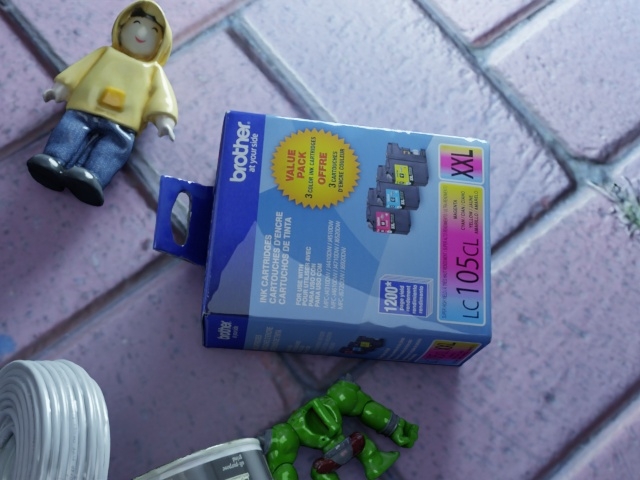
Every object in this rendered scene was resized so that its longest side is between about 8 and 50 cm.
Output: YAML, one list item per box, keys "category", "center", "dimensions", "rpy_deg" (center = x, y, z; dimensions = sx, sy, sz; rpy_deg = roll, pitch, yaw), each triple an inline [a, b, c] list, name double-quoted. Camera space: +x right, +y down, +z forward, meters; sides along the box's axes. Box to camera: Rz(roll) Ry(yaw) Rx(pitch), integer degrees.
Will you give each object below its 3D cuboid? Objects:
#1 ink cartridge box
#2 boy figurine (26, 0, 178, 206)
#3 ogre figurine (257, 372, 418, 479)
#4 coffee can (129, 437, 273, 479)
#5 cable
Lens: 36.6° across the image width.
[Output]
- category: "ink cartridge box"
  center: [0.000, 0.000, 1.185]
  dimensions: [0.395, 0.151, 0.270]
  rpy_deg: [5, 68, -4]
- category: "boy figurine"
  center: [-0.260, -0.184, 1.253]
  dimensions: [0.177, 0.092, 0.285]
  rpy_deg: [23, 70, 5]
- category: "ogre figurine"
  center: [0.014, 0.236, 1.118]
  dimensions: [0.197, 0.097, 0.118]
  rpy_deg: [-32, 87, -7]
- category: "coffee can"
  center: [-0.103, 0.371, 0.989]
  dimensions: [0.201, 0.201, 0.275]
  rpy_deg: [-20, 72, -15]
- category: "cable"
  center: [-0.298, 0.247, 0.989]
  dimensions: [0.089, 0.257, 0.257]
  rpy_deg: [17, 71, -31]
